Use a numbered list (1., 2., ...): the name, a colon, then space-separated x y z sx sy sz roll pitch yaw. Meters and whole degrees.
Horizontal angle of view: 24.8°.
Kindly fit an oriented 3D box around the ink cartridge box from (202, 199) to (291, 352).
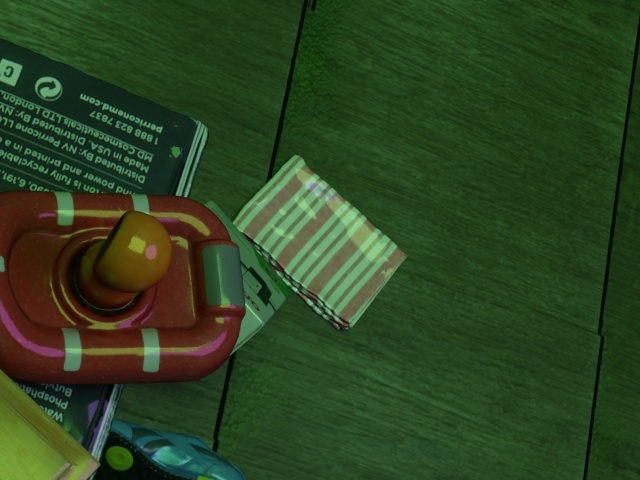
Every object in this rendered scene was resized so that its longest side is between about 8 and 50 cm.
1. ink cartridge box: -0.123 0.046 1.614 0.087 0.208 0.153 -41 92 11

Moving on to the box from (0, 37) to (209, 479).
1. box: -0.360 0.129 1.312 0.297 0.480 0.472 21 62 -14

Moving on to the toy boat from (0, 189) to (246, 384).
1. toy boat: -0.156 0.023 1.077 0.231 0.151 0.151 1 69 -24

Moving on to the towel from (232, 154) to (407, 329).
1. towel: 0.000 0.000 1.794 0.197 0.029 0.144 43 58 -4

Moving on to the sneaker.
1. sneaker: -0.180 0.240 1.605 0.209 0.069 0.082 25 28 -5

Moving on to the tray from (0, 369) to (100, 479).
1. tray: -0.373 0.092 1.004 0.411 0.076 0.203 42 60 1
